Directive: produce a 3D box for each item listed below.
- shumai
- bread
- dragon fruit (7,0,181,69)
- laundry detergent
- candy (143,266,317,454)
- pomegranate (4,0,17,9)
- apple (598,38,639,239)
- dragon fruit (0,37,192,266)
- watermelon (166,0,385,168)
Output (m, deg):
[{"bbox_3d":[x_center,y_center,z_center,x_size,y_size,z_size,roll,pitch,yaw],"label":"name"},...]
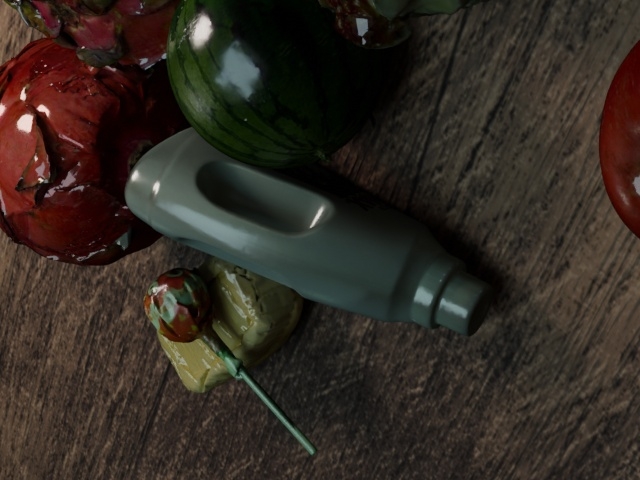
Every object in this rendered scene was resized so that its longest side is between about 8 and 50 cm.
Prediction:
[{"bbox_3d":[0.085,-0.305,1.732,0.256,0.218,0.189,-6,110,51],"label":"shumai"},{"bbox_3d":[-0.112,0.094,2.223,0.140,0.106,0.236,55,139,8],"label":"bread"},{"bbox_3d":[-0.249,-0.357,2.002,0.250,0.269,0.291,-16,125,44],"label":"dragon fruit"},{"bbox_3d":[0.000,0.000,1.969,0.397,0.264,0.125,27,107,20],"label":"laundry detergent"},{"bbox_3d":[-0.101,0.148,2.122,0.084,0.078,0.288,-45,85,10],"label":"candy"},{"bbox_3d":[-0.326,-0.349,2.208,0.205,0.159,0.159,30,135,-1],"label":"pomegranate"},{"bbox_3d":[0.373,-0.088,1.526,0.260,0.216,0.260,24,127,36],"label":"apple"},{"bbox_3d":[-0.292,-0.116,2.179,0.301,0.295,0.296,14,120,58],"label":"dragon fruit"},{"bbox_3d":[-0.048,-0.197,1.907,0.242,0.242,0.242,24,125,38],"label":"watermelon"}]
